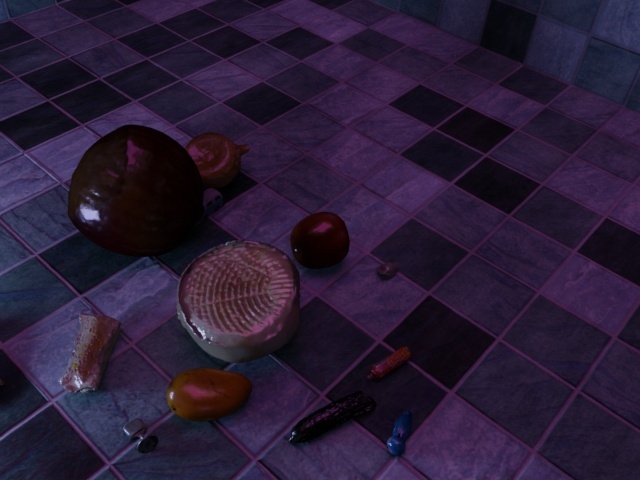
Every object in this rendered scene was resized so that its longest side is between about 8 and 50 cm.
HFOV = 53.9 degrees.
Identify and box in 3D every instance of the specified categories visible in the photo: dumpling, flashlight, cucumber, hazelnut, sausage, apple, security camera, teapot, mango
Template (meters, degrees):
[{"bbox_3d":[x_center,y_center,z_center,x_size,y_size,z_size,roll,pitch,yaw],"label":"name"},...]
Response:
[{"bbox_3d":[0.210,0.091,2.004,0.077,0.043,0.059,-38,36,-30],"label":"dumpling"},{"bbox_3d":[0.207,0.489,1.602,0.051,0.051,0.129,20,42,16],"label":"flashlight"},{"bbox_3d":[0.028,0.450,1.614,0.245,0.067,0.067,-19,49,-24],"label":"cucumber"},{"bbox_3d":[-0.567,-0.149,1.978,0.421,0.353,0.420,12,71,-36],"label":"hazelnut"},{"bbox_3d":[0.187,0.343,1.747,0.145,0.048,0.050,-27,91,-25],"label":"sausage"},{"bbox_3d":[0.000,0.000,1.979,0.168,0.181,0.181,-18,49,-23],"label":"apple"},{"bbox_3d":[-0.450,0.482,1.569,0.058,0.058,0.092,-28,41,-28],"label":"security camera"},{"bbox_3d":[-0.390,-0.262,2.240,0.311,0.167,0.203,-33,67,-6],"label":"teapot"},{"bbox_3d":[-0.283,0.391,1.619,0.219,0.112,0.144,-4,42,-14],"label":"mango"}]

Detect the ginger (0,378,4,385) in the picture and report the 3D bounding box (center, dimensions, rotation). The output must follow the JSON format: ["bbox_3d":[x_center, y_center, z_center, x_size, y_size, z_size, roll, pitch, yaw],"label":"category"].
[{"bbox_3d":[-0.936,0.321,1.670,0.131,0.086,0.294,-7,46,-42],"label":"ginger"}]

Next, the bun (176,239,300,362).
[{"bbox_3d":[-0.216,0.184,1.769,0.364,0.202,0.364,-1,51,1],"label":"bun"}]

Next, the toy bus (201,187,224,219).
[{"bbox_3d":[-0.391,-0.130,2.157,0.060,0.075,0.123,30,51,24],"label":"toy bus"}]

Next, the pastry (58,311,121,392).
[{"bbox_3d":[-0.617,0.308,1.695,0.122,0.089,0.258,-3,46,0],"label":"pastry"}]
